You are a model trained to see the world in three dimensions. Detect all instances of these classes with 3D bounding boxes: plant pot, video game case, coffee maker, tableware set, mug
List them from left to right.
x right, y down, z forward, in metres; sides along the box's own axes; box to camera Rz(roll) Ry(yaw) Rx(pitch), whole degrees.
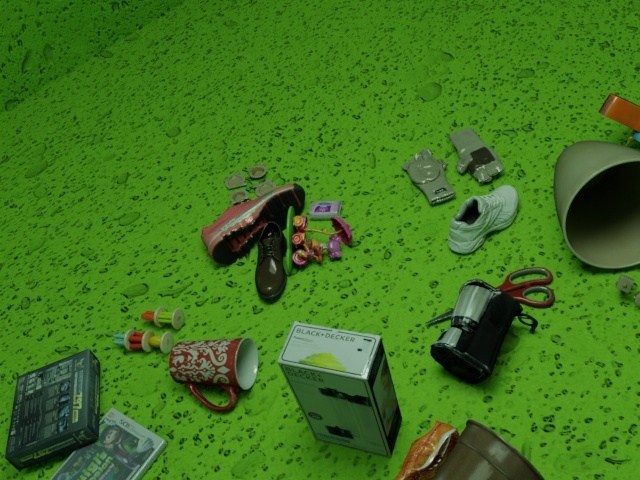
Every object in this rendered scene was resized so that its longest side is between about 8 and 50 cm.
[{"bbox_3d":[-0.441,0.461,1.305,0.173,0.022,0.190,18,55,31],"label":"video game case"},{"bbox_3d":[-0.239,0.280,1.360,0.169,0.113,0.150,-3,45,19],"label":"mug"},{"bbox_3d":[-0.208,-0.165,1.841,0.141,0.020,0.169,-22,45,-5],"label":"tableware set"},{"bbox_3d":[0.261,0.419,1.047,0.165,0.167,0.167,-44,50,-15],"label":"plant pot"},{"bbox_3d":[0.330,0.191,1.260,0.171,0.120,0.178,19,58,23],"label":"coffee maker"},{"bbox_3d":[0.631,-0.115,1.410,0.256,0.257,0.274,-11,29,7],"label":"plant pot"}]

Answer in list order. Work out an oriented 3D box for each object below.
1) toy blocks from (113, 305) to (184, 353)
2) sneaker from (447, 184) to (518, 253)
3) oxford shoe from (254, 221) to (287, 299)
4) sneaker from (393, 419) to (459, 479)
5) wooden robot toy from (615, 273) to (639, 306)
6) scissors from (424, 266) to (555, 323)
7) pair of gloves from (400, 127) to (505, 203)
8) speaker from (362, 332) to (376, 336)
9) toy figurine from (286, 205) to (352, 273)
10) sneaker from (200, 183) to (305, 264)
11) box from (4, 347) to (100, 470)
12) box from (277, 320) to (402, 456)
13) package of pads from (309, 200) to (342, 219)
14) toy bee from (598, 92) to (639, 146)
[{"bbox_3d":[-0.419,0.212,1.516,0.148,0.054,0.123,2,48,19],"label":"toy blocks"},{"bbox_3d":[0.395,-0.072,1.501,0.232,0.115,0.090,-41,49,-22],"label":"sneaker"},{"bbox_3d":[-0.131,0.045,1.563,0.082,0.096,0.227,-9,47,6],"label":"oxford shoe"},{"bbox_3d":[0.184,0.407,1.155,0.175,0.064,0.067,-37,28,-26],"label":"sneaker"},{"bbox_3d":[0.701,0.107,1.291,0.173,0.076,0.079,8,15,24],"label":"wooden robot toy"},{"bbox_3d":[0.372,0.123,1.393,0.296,0.021,0.109,-11,47,7],"label":"scissors"},{"bbox_3d":[0.357,-0.199,1.690,0.240,0.042,0.204,-25,49,-5],"label":"pair of gloves"},{"bbox_3d":[0.093,0.265,1.312,0.055,0.055,0.136,1,48,17],"label":"speaker"},{"bbox_3d":[0.000,0.000,1.570,0.159,0.130,0.173,1,69,5],"label":"toy figurine"},{"bbox_3d":[-0.187,-0.073,1.679,0.313,0.116,0.136,-34,46,-16],"label":"sneaker"},{"bbox_3d":[-0.588,0.369,1.397,0.183,0.059,0.233,-22,40,-2],"label":"box"},{"bbox_3d":[0.043,0.277,1.148,0.169,0.290,0.087,7,49,22],"label":"box"},{"bbox_3d":[0.015,-0.080,1.684,0.083,0.032,0.050,0,46,16],"label":"package of pads"},{"bbox_3d":[0.826,-0.278,1.567,0.195,0.298,0.162,-42,8,22],"label":"toy bee"}]
